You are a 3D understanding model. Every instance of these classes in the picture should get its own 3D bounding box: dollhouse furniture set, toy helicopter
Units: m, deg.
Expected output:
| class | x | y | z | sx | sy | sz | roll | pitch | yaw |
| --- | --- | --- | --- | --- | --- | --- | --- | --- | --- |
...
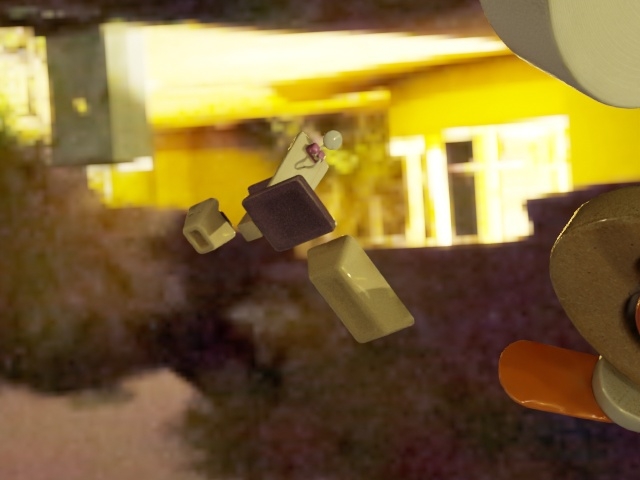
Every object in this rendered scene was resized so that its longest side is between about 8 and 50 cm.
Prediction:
| class | x | y | z | sx | sy | sz | roll | pitch | yaw |
| --- | --- | --- | --- | --- | --- | --- | --- | --- | --- |
| dollhouse furniture set | 0.000 | 0.000 | 0.921 | 0.091 | 0.114 | 0.081 | -22 | -155 | 37 |
| toy helicopter | 0.268 | 0.107 | 1.009 | 0.235 | 0.355 | 0.140 | -23 | -153 | 50 |

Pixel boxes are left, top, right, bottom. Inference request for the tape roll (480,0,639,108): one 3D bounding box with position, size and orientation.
| class | x | y | z | sx | sy | sz | roll | pitch | yaw |
| --- | --- | --- | --- | --- | --- | --- | --- | --- | --- |
| tape roll | 0.255 | -0.276 | 1.110 | 0.392 | 0.392 | 0.072 | -4 | -148 | -47 |
